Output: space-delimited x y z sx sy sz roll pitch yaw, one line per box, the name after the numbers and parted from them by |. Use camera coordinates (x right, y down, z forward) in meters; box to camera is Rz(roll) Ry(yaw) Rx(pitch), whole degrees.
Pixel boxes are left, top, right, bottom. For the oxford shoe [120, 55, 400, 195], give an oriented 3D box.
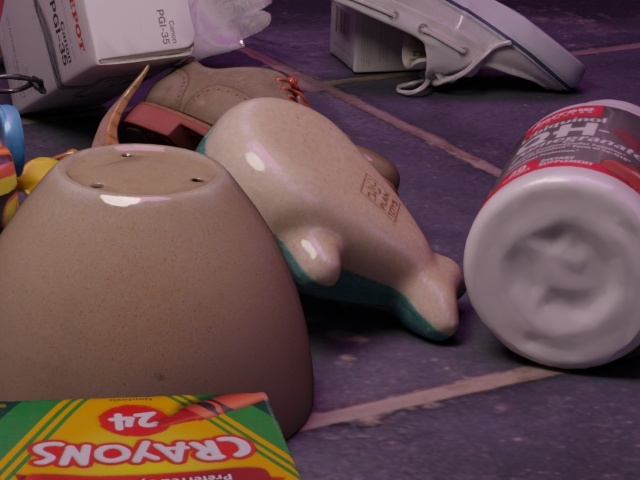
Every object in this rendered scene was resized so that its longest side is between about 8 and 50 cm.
-0.048 -0.116 1.997 0.348 0.123 0.130 20 69 36 | oxford shoe

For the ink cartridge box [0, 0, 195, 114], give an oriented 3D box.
-0.258 -0.267 2.165 0.117 0.207 0.283 -11 -3 -27 | ink cartridge box

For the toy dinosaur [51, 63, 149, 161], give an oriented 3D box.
-0.219 -0.079 1.998 0.112 0.064 0.211 -5 51 -7 | toy dinosaur

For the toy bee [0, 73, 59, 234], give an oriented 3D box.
-0.331 -0.047 1.842 0.195 0.162 0.298 -6 -4 -2 | toy bee

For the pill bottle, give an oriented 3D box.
0.240 -0.022 1.779 0.176 0.176 0.318 8 21 12 | pill bottle

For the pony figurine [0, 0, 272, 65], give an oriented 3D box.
-0.257 -0.347 2.514 0.351 0.303 0.363 -25 18 17 | pony figurine

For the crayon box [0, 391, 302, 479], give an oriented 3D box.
-0.106 0.199 1.272 0.202 0.081 0.318 -1 21 -13 | crayon box

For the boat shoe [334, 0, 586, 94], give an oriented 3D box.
0.143 -0.244 2.432 0.367 0.156 0.136 28 8 -19 | boat shoe

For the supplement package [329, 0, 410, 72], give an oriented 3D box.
0.113 -0.279 2.545 0.179 0.105 0.105 -4 20 -17 | supplement package

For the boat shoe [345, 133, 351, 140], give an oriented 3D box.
-0.029 -0.097 2.118 0.133 0.049 0.042 -14 34 -29 | boat shoe

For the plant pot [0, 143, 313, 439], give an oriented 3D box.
-0.143 0.033 1.553 0.284 0.191 0.284 2 21 -1 | plant pot

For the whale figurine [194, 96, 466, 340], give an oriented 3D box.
0.000 0.000 1.735 0.272 0.141 0.216 37 27 -11 | whale figurine
